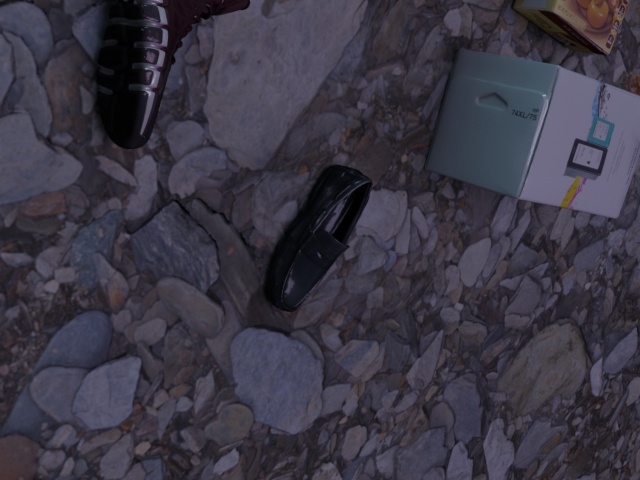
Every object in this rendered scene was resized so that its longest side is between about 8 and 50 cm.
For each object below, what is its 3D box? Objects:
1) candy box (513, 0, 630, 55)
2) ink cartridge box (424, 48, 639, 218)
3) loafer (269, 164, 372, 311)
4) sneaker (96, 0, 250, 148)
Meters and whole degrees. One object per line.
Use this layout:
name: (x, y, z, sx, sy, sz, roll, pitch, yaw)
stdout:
candy box: (0.444, -0.482, 1.376, 0.183, 0.087, 0.316, 17, 95, -43)
ink cartridge box: (0.341, -0.164, 1.337, 0.270, 0.198, 0.197, 7, 103, -41)
loafer: (0.000, 0.000, 1.191, 0.076, 0.078, 0.223, 30, 86, -42)
sneaker: (-0.150, -0.238, 0.958, 0.162, 0.106, 0.281, -3, 107, -43)
